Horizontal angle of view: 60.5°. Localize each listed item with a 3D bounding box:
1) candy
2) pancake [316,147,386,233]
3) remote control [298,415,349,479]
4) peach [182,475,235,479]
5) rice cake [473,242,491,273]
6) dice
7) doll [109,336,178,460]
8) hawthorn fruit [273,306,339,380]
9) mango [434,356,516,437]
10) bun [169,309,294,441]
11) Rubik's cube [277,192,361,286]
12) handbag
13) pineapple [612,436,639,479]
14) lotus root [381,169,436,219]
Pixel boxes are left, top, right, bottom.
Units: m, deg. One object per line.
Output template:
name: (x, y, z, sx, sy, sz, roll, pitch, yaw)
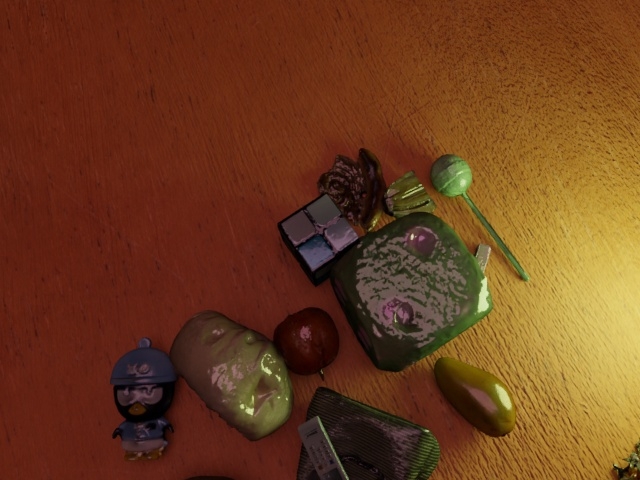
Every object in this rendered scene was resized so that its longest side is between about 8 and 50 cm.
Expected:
candy: (0.472, -0.065, 1.605, 0.119, 0.119, 0.440, -32, 81, -8)
pancake: (0.122, -0.165, 1.662, 0.212, 0.056, 0.257, -42, 76, -11)
remote control: (0.007, 0.488, 1.254, 0.061, 0.029, 0.162, -33, 73, 17)
peach: (-0.284, 0.698, 1.292, 0.247, 0.292, 0.292, 40, 74, -31)
rice cake: (0.448, 0.107, 1.578, 0.047, 0.036, 0.207, 17, 73, 10)
dice: (0.224, 0.140, 1.426, 0.330, 0.322, 0.318, -30, 74, -9)
doll: (-0.469, 0.416, 1.456, 0.177, 0.141, 0.314, -4, 76, -3)
hawthorn fruit: (-0.030, 0.284, 1.468, 0.179, 0.179, 0.201, -20, 83, -5)
mango: (0.409, 0.402, 1.449, 0.253, 0.113, 0.138, 42, 82, 20)
bun: (-0.208, 0.322, 1.377, 0.359, 0.360, 0.211, 39, 75, 13)
Rubik's cube: (-0.001, 0.001, 1.549, 0.167, 0.183, 0.180, -34, 77, -7)
handbag: (0.105, 0.529, 1.343, 0.340, 0.247, 0.240, 15, 72, 21)
pineapple: (0.894, 0.620, 1.275, 0.352, 0.300, 0.353, -2, 67, 4)
lotus root: (0.248, -0.121, 1.635, 0.144, 0.070, 0.143, -20, 77, -14)
